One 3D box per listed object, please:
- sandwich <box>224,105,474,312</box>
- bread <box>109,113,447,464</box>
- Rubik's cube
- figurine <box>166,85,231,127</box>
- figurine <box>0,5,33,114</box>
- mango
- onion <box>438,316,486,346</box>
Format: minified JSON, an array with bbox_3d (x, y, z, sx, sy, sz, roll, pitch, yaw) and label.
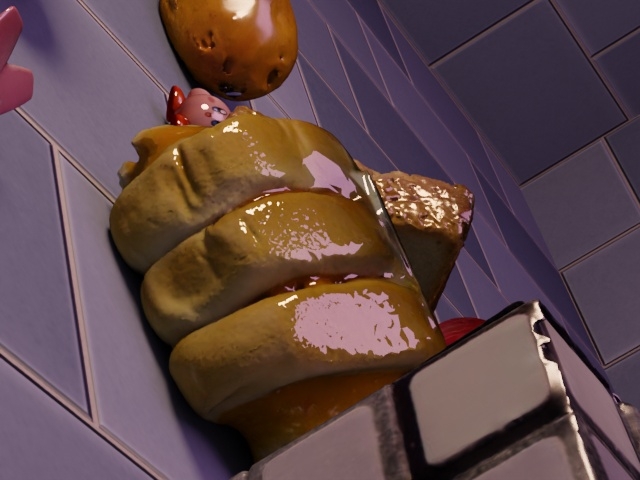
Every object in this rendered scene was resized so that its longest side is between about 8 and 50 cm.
[{"bbox_3d":[-0.001,0.004,1.765,0.288,0.254,0.099,21,51,-5],"label":"sandwich"},{"bbox_3d":[-0.017,0.053,1.470,0.300,0.210,0.341,37,25,-53],"label":"bread"},{"bbox_3d":[0.108,0.317,0.995,0.359,0.363,0.362,45,19,-32],"label":"Rubik's cube"},{"bbox_3d":[-0.127,-0.124,1.764,0.071,0.067,0.083,8,57,-18],"label":"figurine"},{"bbox_3d":[-0.283,-0.163,1.202,0.205,0.103,0.260,62,3,6],"label":"figurine"},{"bbox_3d":[-0.107,-0.279,2.005,0.156,0.151,0.248,9,44,-27],"label":"mango"},{"bbox_3d":[0.219,0.201,2.151,0.248,0.161,0.248,34,13,-9],"label":"onion"}]
